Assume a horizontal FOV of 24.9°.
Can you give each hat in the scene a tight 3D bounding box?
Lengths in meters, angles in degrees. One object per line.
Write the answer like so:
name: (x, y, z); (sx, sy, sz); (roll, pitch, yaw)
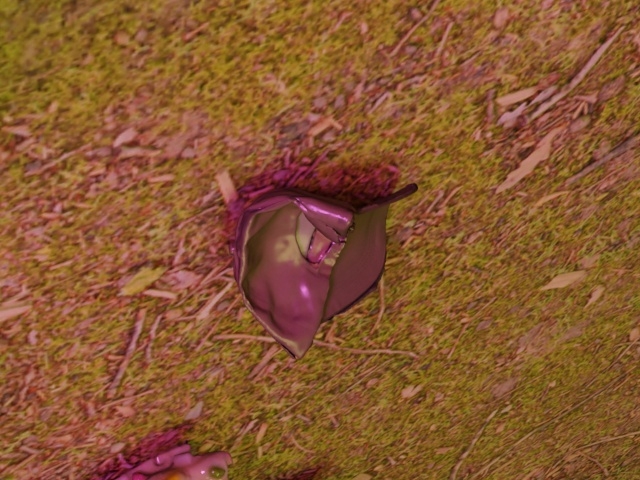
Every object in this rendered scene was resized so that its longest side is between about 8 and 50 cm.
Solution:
hat: (0.000, 0.000, 1.142); (0.175, 0.085, 0.147); (-33, 150, -53)

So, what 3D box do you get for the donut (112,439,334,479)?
donut: (-0.128, 0.344, 1.441); (0.307, 0.150, 0.371); (-38, 151, 10)
